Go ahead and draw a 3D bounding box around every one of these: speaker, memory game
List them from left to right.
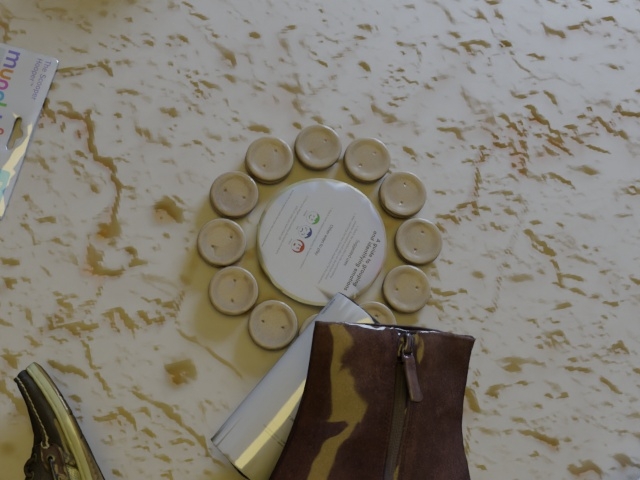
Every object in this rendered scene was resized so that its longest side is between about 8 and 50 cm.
[{"bbox_3d":[-0.012,0.104,0.644,0.055,0.055,0.136,40,82,5],"label":"speaker"},{"bbox_3d":[0.000,0.000,0.704,0.186,0.012,0.186,2,74,-6],"label":"memory game"}]

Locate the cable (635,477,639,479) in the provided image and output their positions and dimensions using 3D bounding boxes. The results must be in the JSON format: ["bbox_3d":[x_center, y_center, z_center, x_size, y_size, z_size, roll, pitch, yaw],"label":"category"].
[{"bbox_3d":[0.290,0.271,0.624,0.257,0.089,0.257,-3,74,-8],"label":"cable"}]

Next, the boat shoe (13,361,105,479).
[{"bbox_3d":[-0.172,0.155,0.621,0.049,0.056,0.152,-26,79,-17],"label":"boat shoe"}]

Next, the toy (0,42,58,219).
[{"bbox_3d":[-0.329,-0.114,0.677,0.237,0.056,0.137,15,75,-2],"label":"toy"}]

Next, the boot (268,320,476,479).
[{"bbox_3d":[-0.013,0.153,0.596,0.248,0.090,0.207,3,90,-25],"label":"boot"}]
